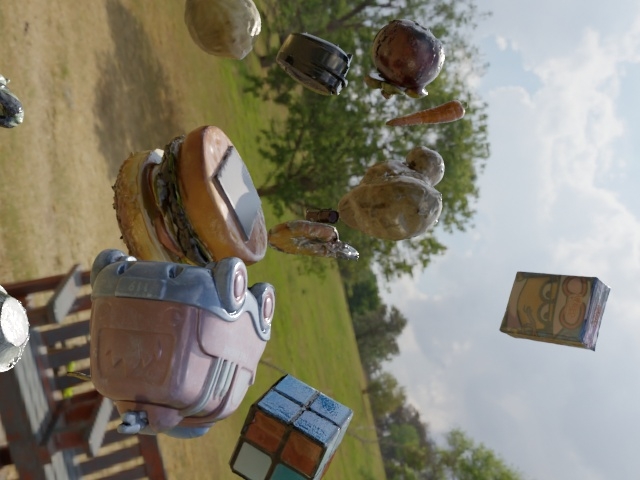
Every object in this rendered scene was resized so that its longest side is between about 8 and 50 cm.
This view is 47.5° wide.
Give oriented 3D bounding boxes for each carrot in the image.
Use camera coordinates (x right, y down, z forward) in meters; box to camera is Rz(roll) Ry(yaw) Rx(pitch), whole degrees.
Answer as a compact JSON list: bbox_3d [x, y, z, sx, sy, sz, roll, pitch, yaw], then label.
[{"bbox_3d":[0.317,-0.365,2.159,0.061,0.257,0.061,164,-90,-86],"label":"carrot"}]

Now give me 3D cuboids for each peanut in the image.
[{"bbox_3d":[-0.192,-0.431,1.436,0.159,0.141,0.109,64,14,4],"label":"peanut"}]

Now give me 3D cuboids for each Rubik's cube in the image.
[{"bbox_3d":[-0.062,0.417,1.521,0.167,0.183,0.180,-29,142,-64],"label":"Rubik's cube"}]

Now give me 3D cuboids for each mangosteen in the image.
[{"bbox_3d":[0.186,-0.394,1.612,0.166,0.166,0.180,-105,-147,-54],"label":"mangosteen"}]

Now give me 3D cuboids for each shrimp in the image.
[{"bbox_3d":[0.000,0.000,1.940,0.164,0.317,0.062,-27,-121,44],"label":"shrimp"}]

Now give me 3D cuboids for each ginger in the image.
[{"bbox_3d":[0.175,-0.112,1.684,0.155,0.245,0.304,61,29,-23],"label":"ginger"}]

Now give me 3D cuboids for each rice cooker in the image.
[{"bbox_3d":[-0.013,-0.385,1.582,0.112,0.165,0.106,62,49,-83],"label":"rice cooker"}]

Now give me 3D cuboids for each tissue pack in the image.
[{"bbox_3d":[0.390,0.116,1.211,0.155,0.065,0.115,5,-109,49],"label":"tissue pack"}]

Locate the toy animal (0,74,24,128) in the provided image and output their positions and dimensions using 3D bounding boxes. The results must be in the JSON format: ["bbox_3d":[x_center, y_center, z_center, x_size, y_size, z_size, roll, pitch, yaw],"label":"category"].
[{"bbox_3d":[-0.899,-0.401,2.025,0.225,0.094,0.121,48,12,35],"label":"toy animal"}]

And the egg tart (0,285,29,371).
[{"bbox_3d":[-0.803,0.211,1.820,0.234,0.094,0.234,-13,90,-82],"label":"egg tart"}]

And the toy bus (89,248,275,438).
[{"bbox_3d":[-0.190,0.147,0.977,0.294,0.197,0.231,58,38,-69],"label":"toy bus"}]

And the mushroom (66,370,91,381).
[{"bbox_3d":[-0.493,0.368,1.820,0.028,0.286,0.026,118,-15,-46],"label":"mushroom"}]

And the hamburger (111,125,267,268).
[{"bbox_3d":[-0.237,-0.049,1.303,0.291,0.225,0.290,-17,90,-79],"label":"hamburger"}]

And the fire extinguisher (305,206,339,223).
[{"bbox_3d":[-0.004,-0.063,1.942,0.132,0.039,0.056,4,-61,55],"label":"fire extinguisher"}]
